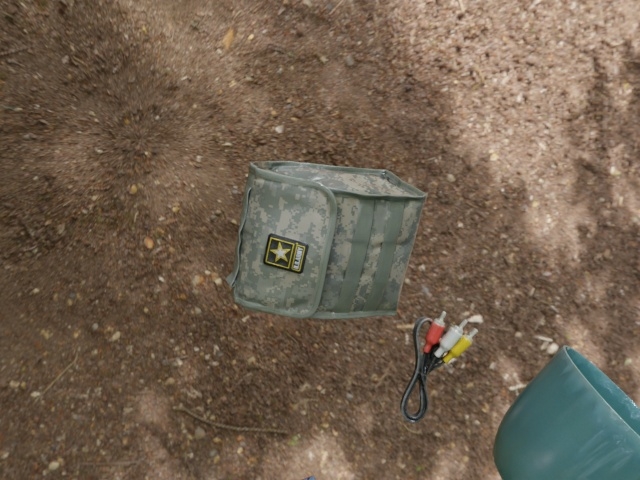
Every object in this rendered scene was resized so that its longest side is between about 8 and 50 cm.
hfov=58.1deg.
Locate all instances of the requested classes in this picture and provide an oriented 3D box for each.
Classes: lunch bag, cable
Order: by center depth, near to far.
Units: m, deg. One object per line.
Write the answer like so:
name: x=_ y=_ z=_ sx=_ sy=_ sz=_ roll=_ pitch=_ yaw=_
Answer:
lunch bag: x=0.000 y=0.000 z=0.945 sx=0.287 sy=0.169 sz=0.235 roll=1 pitch=113 yaw=-25
cable: x=0.258 y=0.304 z=1.401 sx=0.140 sy=0.072 sz=0.287 roll=29 pitch=87 yaw=-7

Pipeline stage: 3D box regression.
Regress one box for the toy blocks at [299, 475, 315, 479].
toy blocks: x=-0.014 y=0.713 z=1.275 sx=0.191 sy=0.261 sz=0.381 roll=-19 pitch=88 yaw=0

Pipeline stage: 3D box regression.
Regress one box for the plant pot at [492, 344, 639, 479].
plant pot: x=0.450 y=0.371 z=1.012 sx=0.293 sy=0.293 sz=0.235 roll=37 pitch=106 yaw=-20
